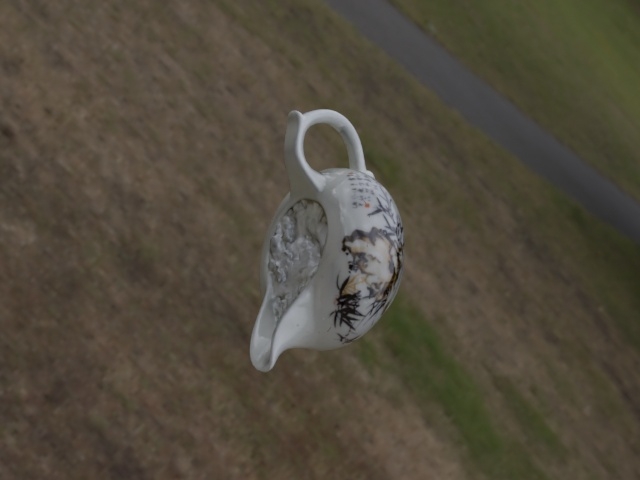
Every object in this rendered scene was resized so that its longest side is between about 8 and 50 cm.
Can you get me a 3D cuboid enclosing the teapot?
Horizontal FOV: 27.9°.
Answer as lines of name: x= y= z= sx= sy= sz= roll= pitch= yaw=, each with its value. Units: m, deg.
teapot: x=0.000 y=0.000 z=1.469 sx=0.166 sy=0.208 sz=0.300 roll=3 pitch=82 yaw=-25
